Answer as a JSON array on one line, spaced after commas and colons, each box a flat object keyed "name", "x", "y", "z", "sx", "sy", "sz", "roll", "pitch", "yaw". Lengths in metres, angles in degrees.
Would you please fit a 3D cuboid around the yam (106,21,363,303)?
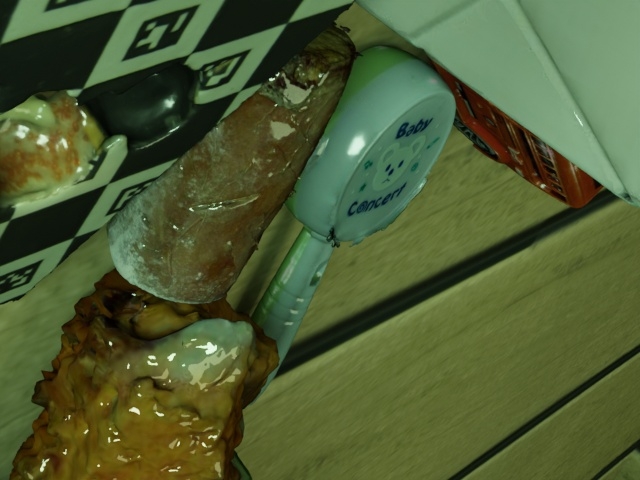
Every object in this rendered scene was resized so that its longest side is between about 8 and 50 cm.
[{"name": "yam", "x": -0.045, "y": -0.045, "z": 0.706, "sx": 0.079, "sy": 0.079, "sz": 0.141, "roll": -18, "pitch": 143, "yaw": -55}]

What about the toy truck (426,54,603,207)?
[{"name": "toy truck", "x": 0.135, "y": -0.109, "z": 0.901, "sx": 0.107, "sy": 0.114, "sz": 0.252, "roll": -49, "pitch": 160, "yaw": -1}]

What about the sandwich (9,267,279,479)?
[{"name": "sandwich", "x": -0.089, "y": 0.144, "z": 0.810, "sx": 0.250, "sy": 0.162, "sz": 0.301, "roll": -38, "pitch": 159, "yaw": -40}]

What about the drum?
[{"name": "drum", "x": -0.009, "y": 0.000, "z": 0.882, "sx": 0.253, "sy": 0.049, "sz": 0.130, "roll": -57, "pitch": 158, "yaw": 16}]

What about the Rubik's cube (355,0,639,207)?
[{"name": "Rubik's cube", "x": 0.153, "y": -0.190, "z": 0.649, "sx": 0.224, "sy": 0.231, "sz": 0.221, "roll": -35, "pitch": 155, "yaw": -38}]

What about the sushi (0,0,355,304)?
[{"name": "sushi", "x": -0.142, "y": -0.045, "z": 0.546, "sx": 0.264, "sy": 0.050, "sz": 0.290, "roll": -39, "pitch": 167, "yaw": 27}]
